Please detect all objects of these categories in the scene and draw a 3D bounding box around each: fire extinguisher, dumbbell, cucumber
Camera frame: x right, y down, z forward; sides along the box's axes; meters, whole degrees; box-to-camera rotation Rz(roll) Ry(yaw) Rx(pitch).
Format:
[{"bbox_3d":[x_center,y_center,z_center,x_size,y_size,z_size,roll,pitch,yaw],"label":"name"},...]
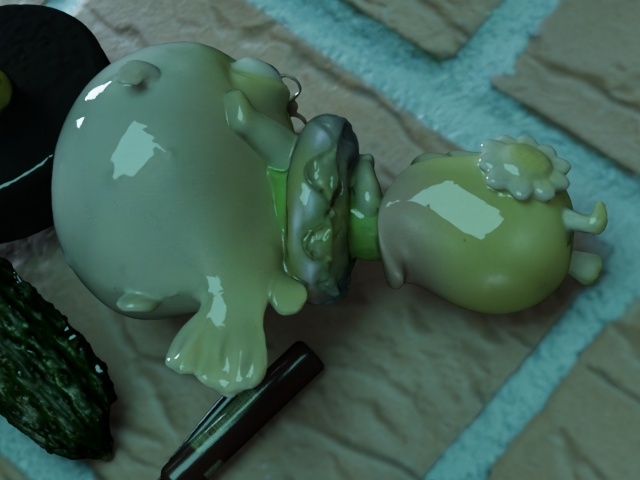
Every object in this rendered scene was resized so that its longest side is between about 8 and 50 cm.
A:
[{"bbox_3d":[-0.072,0.136,1.401,0.173,0.035,0.049,-43,59,-6],"label":"fire extinguisher"},{"bbox_3d":[-0.287,-0.161,1.463,0.203,0.322,0.204,-9,54,13],"label":"dumbbell"},{"bbox_3d":[-0.272,0.028,1.405,0.096,0.359,0.096,-43,15,14],"label":"cucumber"}]

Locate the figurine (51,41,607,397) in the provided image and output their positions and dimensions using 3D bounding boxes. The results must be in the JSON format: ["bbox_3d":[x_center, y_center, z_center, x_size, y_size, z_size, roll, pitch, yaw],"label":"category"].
[{"bbox_3d":[0.000,0.000,1.358,0.394,0.226,0.274,6,53,11],"label":"figurine"}]
